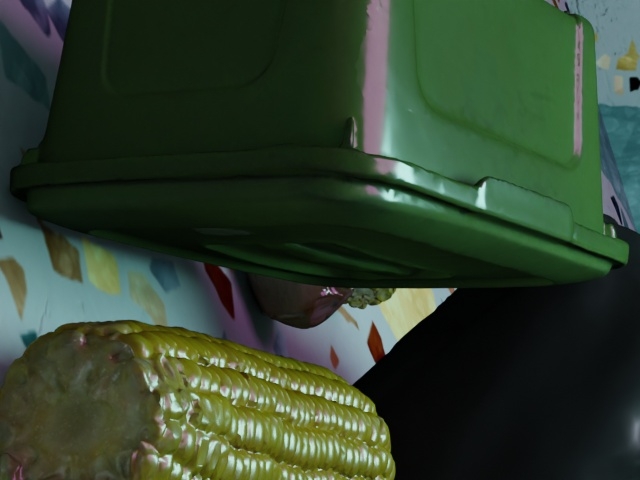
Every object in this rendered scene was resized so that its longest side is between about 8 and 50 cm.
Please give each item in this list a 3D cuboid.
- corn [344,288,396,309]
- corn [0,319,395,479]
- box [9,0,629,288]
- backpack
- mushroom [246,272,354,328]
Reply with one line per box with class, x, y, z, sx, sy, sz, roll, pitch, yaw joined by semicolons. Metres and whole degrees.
corn;0.032;-0.048;1.545;0.080;0.080;0.238;52;27;-48
corn;-0.062;0.112;1.013;0.344;0.131;0.131;29;46;-66
box;0.013;-0.073;1.087;0.328;0.252;0.178;14;79;-56
backpack;0.173;0.191;1.357;0.255;0.363;0.446;47;-3;22
mushroom;-0.048;-0.055;1.287;0.096;0.099;0.278;-79;151;-47
